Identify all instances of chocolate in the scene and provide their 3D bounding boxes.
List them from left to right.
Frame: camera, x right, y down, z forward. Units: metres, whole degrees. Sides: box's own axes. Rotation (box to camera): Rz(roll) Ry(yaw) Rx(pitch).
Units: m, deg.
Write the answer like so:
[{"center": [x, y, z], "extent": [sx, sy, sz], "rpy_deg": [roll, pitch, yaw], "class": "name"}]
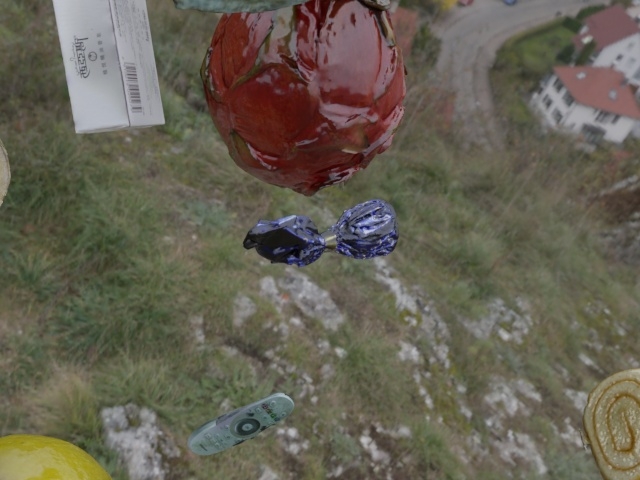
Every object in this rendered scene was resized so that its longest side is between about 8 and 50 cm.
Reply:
[{"center": [-0.004, -0.002, 1.638], "extent": [0.343, 0.148, 0.126], "rpy_deg": [-10, 74, -31], "class": "chocolate"}]

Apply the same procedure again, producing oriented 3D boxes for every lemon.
[{"center": [-0.368, 0.348, 0.953], "extent": [0.240, 0.219, 0.240], "rpy_deg": [-8, 55, 11], "class": "lemon"}]

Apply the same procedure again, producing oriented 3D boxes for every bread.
[{"center": [0.374, 0.224, 0.932], "extent": [0.073, 0.122, 0.149], "rpy_deg": [35, 28, -27], "class": "bread"}]

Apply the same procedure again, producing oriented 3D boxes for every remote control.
[{"center": [-0.175, 0.401, 1.735], "extent": [0.256, 0.097, 0.045], "rpy_deg": [-25, 40, 7], "class": "remote control"}]

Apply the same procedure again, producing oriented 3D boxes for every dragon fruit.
[{"center": [-0.017, -0.212, 1.060], "extent": [0.277, 0.342, 0.277], "rpy_deg": [-10, 41, 9], "class": "dragon fruit"}]

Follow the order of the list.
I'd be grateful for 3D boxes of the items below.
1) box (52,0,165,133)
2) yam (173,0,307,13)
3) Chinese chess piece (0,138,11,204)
[{"center": [-0.374, -0.325, 1.415], "extent": [0.111, 0.260, 0.194], "rpy_deg": [-8, 8, 8], "class": "box"}, {"center": [-0.086, -0.307, 0.433], "extent": [0.241, 0.241, 0.348], "rpy_deg": [-19, 72, -44], "class": "yam"}, {"center": [-0.708, -0.128, 1.456], "extent": [0.257, 0.257, 0.104], "rpy_deg": [-9, 23, -39], "class": "Chinese chess piece"}]
